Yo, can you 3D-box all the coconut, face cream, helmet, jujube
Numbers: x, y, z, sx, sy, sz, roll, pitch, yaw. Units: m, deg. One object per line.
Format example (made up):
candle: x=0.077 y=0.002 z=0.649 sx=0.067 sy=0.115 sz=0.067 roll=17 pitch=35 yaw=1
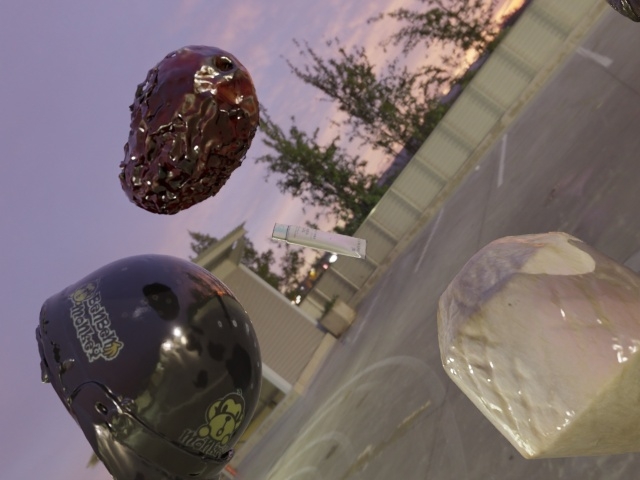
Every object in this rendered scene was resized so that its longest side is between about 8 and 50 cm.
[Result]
coconut: x=0.324 y=0.149 z=0.669 sx=0.329 sy=0.329 sz=0.329 roll=-52 pitch=-4 yaw=-5
face cream: x=0.000 y=0.000 z=0.593 sx=0.038 sy=0.115 sz=0.020 roll=-78 pitch=1 yaw=-54
helmet: x=-0.147 y=0.117 z=0.519 sx=0.160 sy=0.279 sz=0.230 roll=-42 pitch=-41 yaw=-7
jujube: x=-0.111 y=-0.082 z=0.426 sx=0.166 sy=0.104 sz=0.104 roll=-52 pitch=-2 yaw=42

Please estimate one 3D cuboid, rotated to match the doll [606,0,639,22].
doll: x=0.223 y=-0.144 z=0.288 sx=0.139 sy=0.165 sz=0.057 roll=-8 pitch=-25 yaw=-31
